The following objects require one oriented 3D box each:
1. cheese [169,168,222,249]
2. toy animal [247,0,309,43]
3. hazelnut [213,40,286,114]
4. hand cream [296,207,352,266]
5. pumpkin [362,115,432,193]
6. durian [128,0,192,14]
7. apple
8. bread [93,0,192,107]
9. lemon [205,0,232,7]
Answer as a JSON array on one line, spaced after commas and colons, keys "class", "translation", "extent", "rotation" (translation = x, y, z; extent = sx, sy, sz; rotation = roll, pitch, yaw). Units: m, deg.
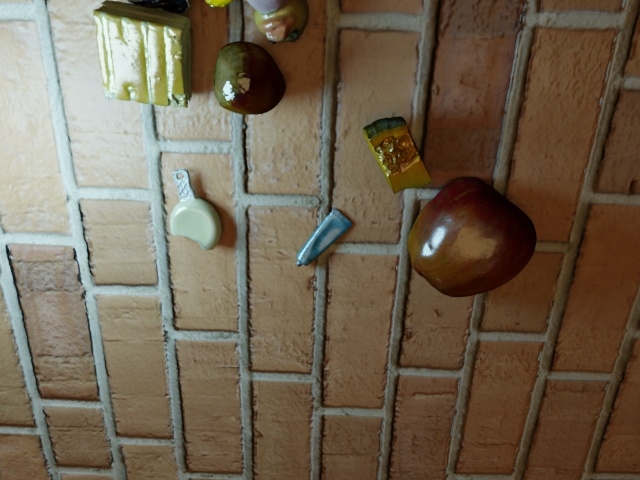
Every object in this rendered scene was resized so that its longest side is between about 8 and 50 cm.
[{"class": "cheese", "translation": [-0.382, -0.095, 1.618], "extent": [0.164, 0.070, 0.248], "rotation": [9, 113, -3]}, {"class": "toy animal", "translation": [-0.120, -0.612, 1.309], "extent": [0.196, 0.169, 0.281], "rotation": [-3, 142, 22]}, {"class": "hazelnut", "translation": [-0.187, -0.432, 1.416], "extent": [0.208, 0.208, 0.208], "rotation": [0, 114, 1]}, {"class": "hand cream", "translation": [0.000, 0.000, 1.673], "extent": [0.083, 0.048, 0.224], "rotation": [41, 102, -16]}, {"class": "pumpkin", "translation": [0.219, -0.261, 1.517], "extent": [0.131, 0.126, 0.248], "rotation": [-27, 130, 4]}, {"class": "durian", "translation": [-0.394, -0.658, 1.352], "extent": [0.187, 0.119, 0.108], "rotation": [7, 89, 41]}, {"class": "apple", "translation": [0.463, 0.004, 1.623], "extent": [0.365, 0.295, 0.328], "rotation": [-41, 69, 15]}, {"class": "bread", "translation": [-0.467, -0.489, 1.405], "extent": [0.240, 0.111, 0.246], "rotation": [11, 128, -1]}, {"class": "lemon", "translation": [-0.252, -0.675, 1.339], "extent": [0.114, 0.114, 0.155], "rotation": [29, 114, -11]}]
